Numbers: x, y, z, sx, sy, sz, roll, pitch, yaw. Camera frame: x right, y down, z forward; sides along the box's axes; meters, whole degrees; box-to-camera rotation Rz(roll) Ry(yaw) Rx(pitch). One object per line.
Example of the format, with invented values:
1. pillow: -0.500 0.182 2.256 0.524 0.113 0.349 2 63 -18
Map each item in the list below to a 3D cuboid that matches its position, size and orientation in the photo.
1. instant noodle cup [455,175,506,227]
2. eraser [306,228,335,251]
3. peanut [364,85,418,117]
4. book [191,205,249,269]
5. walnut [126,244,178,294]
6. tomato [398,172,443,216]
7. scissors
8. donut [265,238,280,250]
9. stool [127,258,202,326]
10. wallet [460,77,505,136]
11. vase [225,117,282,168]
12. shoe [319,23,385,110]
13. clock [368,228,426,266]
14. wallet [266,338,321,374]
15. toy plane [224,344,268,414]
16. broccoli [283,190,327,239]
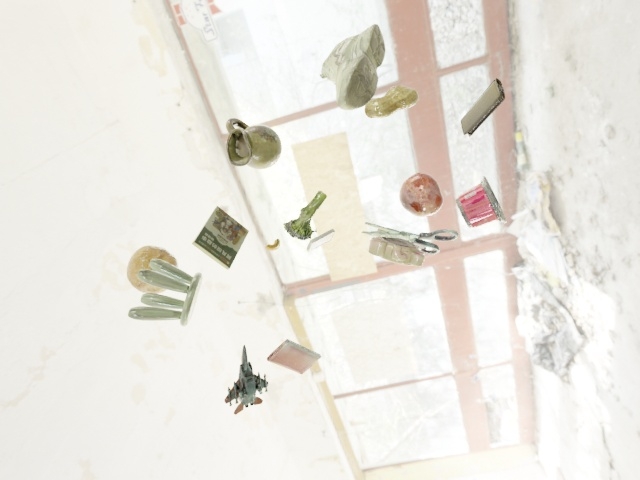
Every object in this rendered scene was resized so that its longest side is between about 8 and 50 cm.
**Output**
1. instant noodle cup: 0.803 -0.174 2.062 0.302 0.181 0.259 6 -118 -64
2. eraser: 0.000 0.000 2.081 0.023 0.150 0.104 55 154 16
3. peanut: 0.341 -0.675 1.973 0.111 0.274 0.125 -124 12 -77
4. book: -0.456 -0.017 1.885 0.202 0.027 0.264 41 -140 -21
5. walnut: -0.674 0.119 1.635 0.193 0.225 0.193 21 -128 -30
6. tomato: 0.587 -0.263 2.415 0.270 0.227 0.270 55 174 8
7. scissors: 0.362 -0.021 1.715 0.256 0.383 0.029 118 162 -67
8. donut: -0.265 0.021 2.269 0.038 0.083 0.067 128 143 -74
9. stool: -0.535 0.186 1.426 0.195 0.198 0.196 -115 41 -77
10. wallet: 0.594 -0.485 1.496 0.198 0.031 0.110 126 154 -51
11. vase: -0.390 -0.536 2.187 0.329 0.241 0.302 53 -148 15
12. shoe: 0.086 -0.562 1.370 0.132 0.210 0.342 43 -123 -43
13. clock: 0.438 0.041 2.294 0.284 0.309 0.114 -41 -34 -67
14. wallet: -0.101 0.467 1.614 0.232 0.119 0.025 40 -172 -45
15. toy plane: -0.330 0.623 1.831 0.104 0.222 0.327 29 122 49
16. broccoli: -0.068 -0.141 2.227 0.164 0.304 0.145 35 179 -19
